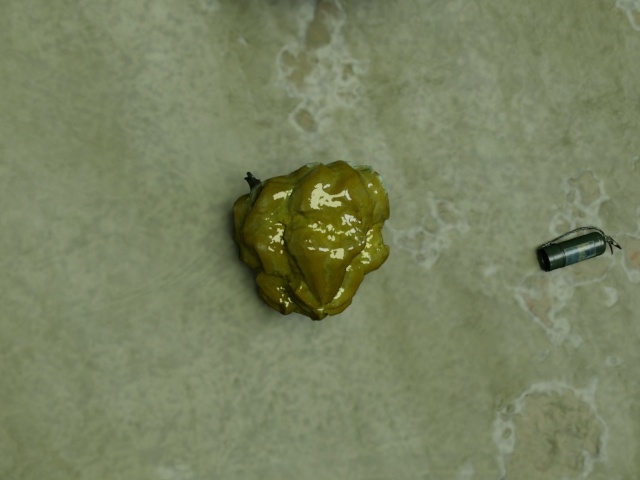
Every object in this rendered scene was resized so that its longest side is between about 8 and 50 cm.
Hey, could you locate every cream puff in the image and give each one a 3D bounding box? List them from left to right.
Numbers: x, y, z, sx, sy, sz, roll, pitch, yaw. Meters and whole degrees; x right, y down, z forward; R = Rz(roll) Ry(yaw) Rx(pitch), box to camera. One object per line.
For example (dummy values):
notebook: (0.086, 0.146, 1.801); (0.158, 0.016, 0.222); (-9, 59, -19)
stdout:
cream puff: (0.000, 0.001, 1.651); (0.156, 0.121, 0.156); (1, 87, -23)

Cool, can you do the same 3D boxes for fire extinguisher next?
fire extinguisher: (0.256, 0.006, 1.784); (0.083, 0.025, 0.038); (-16, 67, -18)
